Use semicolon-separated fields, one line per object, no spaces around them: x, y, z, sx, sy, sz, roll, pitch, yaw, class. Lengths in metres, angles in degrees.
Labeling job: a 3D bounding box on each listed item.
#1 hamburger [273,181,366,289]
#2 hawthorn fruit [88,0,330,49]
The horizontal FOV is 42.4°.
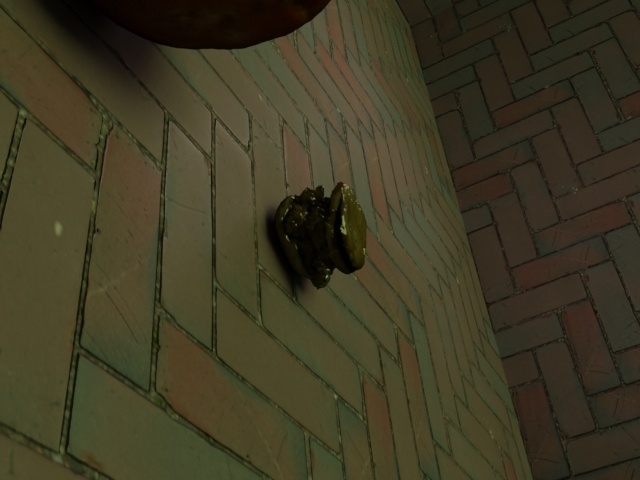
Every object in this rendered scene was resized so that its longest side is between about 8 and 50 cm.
0.000;0.000;1.307;0.159;0.131;0.185;60;24;-48;hamburger
-0.111;-0.416;1.003;0.403;0.403;0.402;54;22;-34;hawthorn fruit
